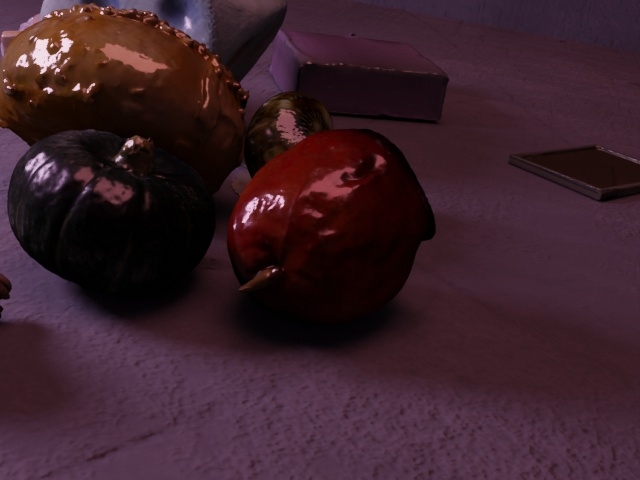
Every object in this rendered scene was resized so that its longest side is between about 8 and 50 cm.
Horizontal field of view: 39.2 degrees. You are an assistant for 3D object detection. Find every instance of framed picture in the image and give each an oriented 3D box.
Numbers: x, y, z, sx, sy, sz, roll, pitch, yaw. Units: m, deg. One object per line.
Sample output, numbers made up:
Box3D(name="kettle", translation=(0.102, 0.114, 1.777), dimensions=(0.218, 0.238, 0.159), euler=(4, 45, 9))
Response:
Box3D(name="framed picture", translation=(0.472, -0.124, 1.528), dimensions=(0.260, 0.023, 0.189), euler=(-12, 30, -39))

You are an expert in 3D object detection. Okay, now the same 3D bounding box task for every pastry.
Box3D(name="pastry", translation=(-0.229, -0.179, 1.082), dimensions=(0.315, 0.184, 0.284), euler=(9, -16, 26))

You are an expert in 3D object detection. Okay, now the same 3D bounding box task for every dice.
Box3D(name="dice", translation=(-0.231, -0.332, 1.342), dimensions=(0.264, 0.268, 0.262), euler=(43, 29, -3))

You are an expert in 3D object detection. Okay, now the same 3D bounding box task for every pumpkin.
Box3D(name="pumpkin", translation=(-0.206, -0.034, 0.903), dimensions=(0.211, 0.152, 0.212), euler=(11, 28, -6))

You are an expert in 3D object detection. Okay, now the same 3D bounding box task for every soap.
Box3D(name="soap", translation=(0.067, -0.327, 1.750), dimensions=(0.296, 0.107, 0.285), euler=(3, 23, -13))

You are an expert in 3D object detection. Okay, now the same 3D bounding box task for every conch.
Box3D(name="conch", translation=(-0.022, -0.094, 1.140), dimensions=(0.124, 0.187, 0.181), euler=(-31, 23, 7))

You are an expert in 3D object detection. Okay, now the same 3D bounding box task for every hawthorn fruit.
Box3D(name="hawthorn fruit", translation=(0.000, 0.000, 0.883), dimensions=(0.189, 0.190, 0.251), euler=(18, 38, 20))

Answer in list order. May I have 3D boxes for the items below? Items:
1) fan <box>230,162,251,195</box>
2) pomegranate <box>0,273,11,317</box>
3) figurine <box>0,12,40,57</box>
Box3D(name="fan", translation=(-0.081, -0.098, 1.281), dimensions=(0.329, 0.009, 0.190), euler=(27, 29, 35))
Box3D(name="pomegranate", translation=(-0.347, 0.040, 0.754), dimensions=(0.138, 0.163, 0.125), euler=(11, 57, 45))
Box3D(name="figurine", translation=(-0.456, -0.323, 1.502), dimensions=(0.162, 0.141, 0.237), euler=(2, 23, -4))
